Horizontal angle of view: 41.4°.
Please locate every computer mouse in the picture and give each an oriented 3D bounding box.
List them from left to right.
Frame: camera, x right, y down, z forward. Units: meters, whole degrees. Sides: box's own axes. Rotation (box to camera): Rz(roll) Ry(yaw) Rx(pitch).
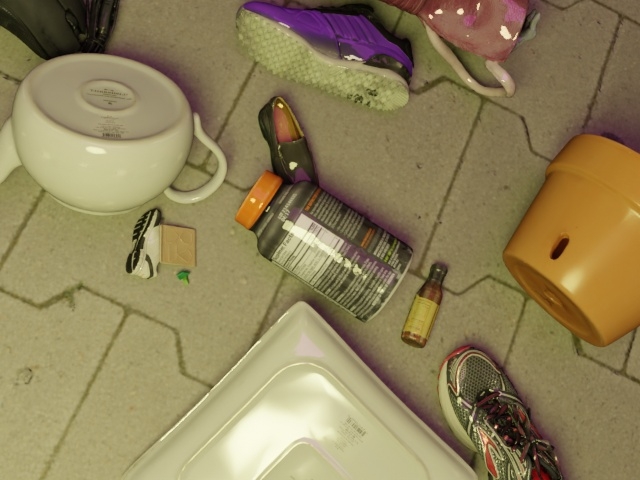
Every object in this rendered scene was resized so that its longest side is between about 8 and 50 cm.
[{"bbox_3d":[-0.374,-0.332,1.160,0.072,0.272,0.188,3,72,32],"label":"computer mouse"}]

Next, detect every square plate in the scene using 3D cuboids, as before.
[{"bbox_3d":[-0.025,0.318,1.108,0.344,0.049,0.347,-45,90,-3],"label":"square plate"}]

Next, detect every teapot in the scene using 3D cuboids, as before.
[{"bbox_3d":[-0.294,-0.122,1.157,0.256,0.187,0.252,31,41,14],"label":"teapot"}]

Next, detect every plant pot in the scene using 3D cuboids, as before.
[{"bbox_3d":[0.409,0.018,1.240,0.291,0.291,0.203,45,86,2],"label":"plant pot"}]

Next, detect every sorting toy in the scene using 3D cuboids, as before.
[{"bbox_3d":[-0.205,0.021,1.211,0.062,0.012,0.083,11,70,-39],"label":"sorting toy"}]

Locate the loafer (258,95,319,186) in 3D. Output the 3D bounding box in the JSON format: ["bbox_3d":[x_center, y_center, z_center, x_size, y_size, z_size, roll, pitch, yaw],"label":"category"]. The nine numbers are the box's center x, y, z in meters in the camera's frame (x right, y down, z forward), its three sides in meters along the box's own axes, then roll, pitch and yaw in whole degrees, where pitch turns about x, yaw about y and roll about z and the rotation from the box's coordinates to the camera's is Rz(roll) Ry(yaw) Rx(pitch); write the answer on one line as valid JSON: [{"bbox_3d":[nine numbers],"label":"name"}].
[{"bbox_3d":[-0.045,-0.137,1.277,0.062,0.061,0.170,-24,82,-19],"label":"loafer"}]

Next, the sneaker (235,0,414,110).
[{"bbox_3d":[0.015,-0.320,1.333,0.293,0.102,0.146,22,64,-10],"label":"sneaker"}]

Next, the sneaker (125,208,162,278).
[{"bbox_3d":[-0.244,0.006,1.208,0.043,0.040,0.109,31,58,-37],"label":"sneaker"}]

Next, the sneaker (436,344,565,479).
[{"bbox_3d":[0.275,0.283,1.206,0.121,0.112,0.299,-26,81,-19],"label":"sneaker"}]

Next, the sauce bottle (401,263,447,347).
[{"bbox_3d":[0.159,0.097,1.270,0.042,0.042,0.128,26,68,-5],"label":"sauce bottle"}]

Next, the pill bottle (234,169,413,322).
[{"bbox_3d":[0.000,0.000,1.212,0.245,0.130,0.130,34,70,-2],"label":"pill bottle"}]

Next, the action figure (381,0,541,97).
[{"bbox_3d":[0.142,-0.397,1.330,0.370,0.248,0.276,13,91,-19],"label":"action figure"}]
